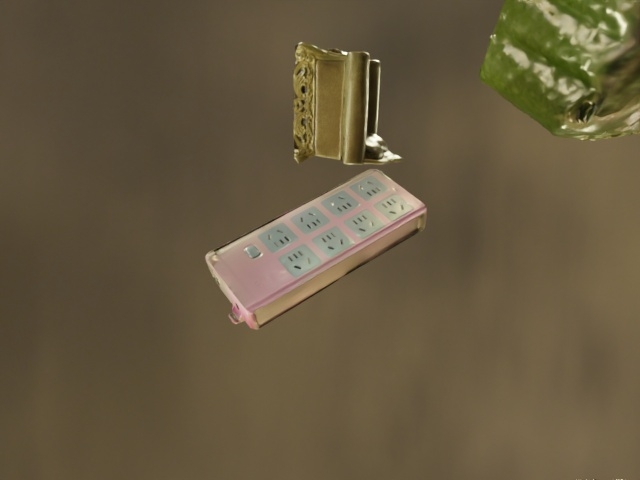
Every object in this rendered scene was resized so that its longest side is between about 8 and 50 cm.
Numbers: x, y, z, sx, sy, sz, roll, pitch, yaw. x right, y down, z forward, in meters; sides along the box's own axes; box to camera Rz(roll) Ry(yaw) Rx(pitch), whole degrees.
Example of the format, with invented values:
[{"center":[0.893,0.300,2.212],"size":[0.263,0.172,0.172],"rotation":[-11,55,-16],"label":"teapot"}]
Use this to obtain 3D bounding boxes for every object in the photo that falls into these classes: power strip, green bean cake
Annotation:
[{"center":[0.000,0.000,0.626],"size":[0.278,0.109,0.038],"rotation":[-29,-39,-22],"label":"power strip"},{"center":[0.385,-0.273,0.576],"size":[0.334,0.218,0.319],"rotation":[-18,-36,-29],"label":"green bean cake"}]

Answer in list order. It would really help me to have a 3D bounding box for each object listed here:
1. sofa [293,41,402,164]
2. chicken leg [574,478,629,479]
[{"center":[0.061,-0.246,0.944],"size":[0.258,0.181,0.200],"rotation":[-53,-35,-72],"label":"sofa"},{"center":[0.533,0.481,0.977],"size":[0.233,0.105,0.063],"rotation":[14,-118,-27],"label":"chicken leg"}]
